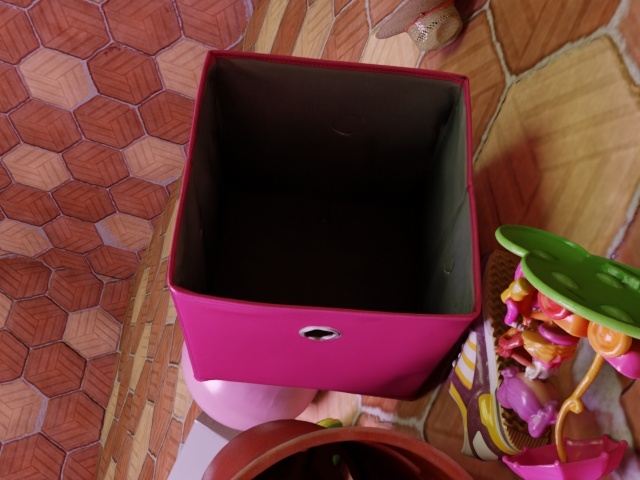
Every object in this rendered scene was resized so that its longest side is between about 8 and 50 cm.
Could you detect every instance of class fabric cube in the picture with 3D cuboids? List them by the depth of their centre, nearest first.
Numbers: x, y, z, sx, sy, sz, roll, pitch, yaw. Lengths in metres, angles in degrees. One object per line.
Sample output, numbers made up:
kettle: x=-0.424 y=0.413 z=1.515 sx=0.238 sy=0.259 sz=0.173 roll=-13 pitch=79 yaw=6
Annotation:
fabric cube: x=0.000 y=0.000 z=0.700 sx=0.258 sy=0.254 sz=0.259 roll=101 pitch=174 yaw=-62

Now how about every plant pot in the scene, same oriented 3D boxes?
plant pot: x=-0.009 y=0.286 z=0.635 sx=0.265 sy=0.272 sz=0.273 roll=162 pitch=122 yaw=-75

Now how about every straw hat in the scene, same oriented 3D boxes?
straw hat: x=0.148 y=-0.281 z=0.899 sx=0.061 sy=0.144 sz=0.144 roll=60 pitch=150 yaw=3

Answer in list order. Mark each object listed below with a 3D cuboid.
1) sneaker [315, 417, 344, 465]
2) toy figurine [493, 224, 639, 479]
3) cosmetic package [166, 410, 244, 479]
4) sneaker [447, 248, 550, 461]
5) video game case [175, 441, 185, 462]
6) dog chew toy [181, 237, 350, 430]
sneaker: x=-0.032 y=0.362 z=0.849 sx=0.296 sy=0.123 sz=0.109 roll=-63 pitch=-18 yaw=-12
toy figurine: x=0.167 y=0.094 z=0.491 sx=0.173 sy=0.130 sz=0.159 roll=43 pitch=125 yaw=52
cosmetic package: x=-0.181 y=0.368 z=1.156 sx=0.238 sy=0.107 sz=0.127 roll=-66 pitch=-8 yaw=25
sneaker: x=0.146 y=0.099 z=0.611 sx=0.084 sy=0.069 sz=0.186 roll=-36 pitch=41 yaw=51
video game case: x=-0.293 y=0.542 z=1.481 sx=0.212 sy=0.023 sz=0.194 roll=-22 pitch=54 yaw=65
dog chew toy: x=-0.049 y=0.114 z=0.945 sx=0.332 sy=0.206 sz=0.207 roll=-50 pitch=30 yaw=31
